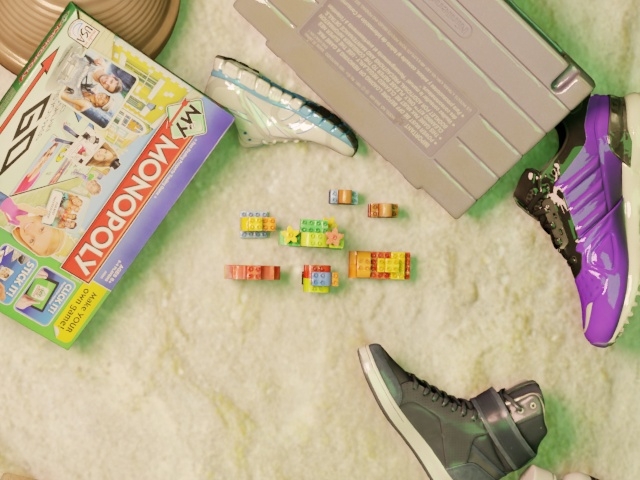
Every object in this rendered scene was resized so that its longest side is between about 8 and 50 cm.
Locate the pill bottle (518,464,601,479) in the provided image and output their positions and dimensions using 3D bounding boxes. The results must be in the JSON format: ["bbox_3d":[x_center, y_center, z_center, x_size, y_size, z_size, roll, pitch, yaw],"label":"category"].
[{"bbox_3d":[0.313,0.327,1.826,0.193,0.108,0.108,23,88,-5],"label":"pill bottle"}]

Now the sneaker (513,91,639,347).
[{"bbox_3d":[0.290,-0.026,1.837,0.146,0.102,0.293,4,85,-1],"label":"sneaker"}]

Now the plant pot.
[{"bbox_3d":[-0.266,-0.290,1.743,0.237,0.110,0.237,3,71,-9],"label":"plant pot"}]

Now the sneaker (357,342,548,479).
[{"bbox_3d":[0.157,0.176,1.816,0.163,0.086,0.226,-34,103,6],"label":"sneaker"}]

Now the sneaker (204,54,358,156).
[{"bbox_3d":[-0.050,-0.133,1.823,0.191,0.071,0.083,28,101,-2],"label":"sneaker"}]

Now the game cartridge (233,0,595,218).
[{"bbox_3d":[0.100,-0.217,1.792,0.355,0.068,0.230,44,115,-5],"label":"game cartridge"}]

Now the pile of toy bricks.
[{"bbox_3d":[0.000,0.000,1.800,0.212,0.105,0.118,1,90,-5],"label":"pile of toy bricks"}]

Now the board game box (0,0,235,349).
[{"bbox_3d":[-0.268,-0.064,1.715,0.213,0.046,0.317,33,96,-25],"label":"board game box"}]

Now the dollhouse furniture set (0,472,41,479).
[{"bbox_3d":[-0.304,0.420,1.790,0.197,0.151,0.301,13,117,1],"label":"dollhouse furniture set"}]
